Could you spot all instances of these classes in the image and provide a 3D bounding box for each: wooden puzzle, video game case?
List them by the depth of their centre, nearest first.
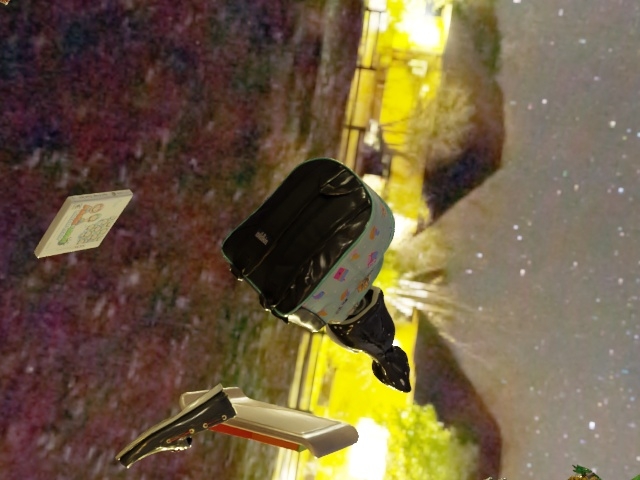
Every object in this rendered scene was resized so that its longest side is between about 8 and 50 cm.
[{"bbox_3d":[-0.077,0.290,1.280,0.221,0.239,0.044,19,86,-69],"label":"wooden puzzle"},{"bbox_3d":[-0.441,-0.032,1.510,0.143,0.019,0.157,-14,151,-54],"label":"video game case"}]

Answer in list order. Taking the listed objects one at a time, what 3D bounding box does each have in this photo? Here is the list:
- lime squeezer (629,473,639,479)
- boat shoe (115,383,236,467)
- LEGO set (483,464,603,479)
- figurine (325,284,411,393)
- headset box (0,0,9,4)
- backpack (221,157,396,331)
[{"bbox_3d":[0.426,0.242,1.007,0.310,0.110,0.058,-49,153,-21],"label":"lime squeezer"},{"bbox_3d":[-0.151,0.201,0.844,0.042,0.133,0.049,59,-3,2],"label":"boat shoe"},{"bbox_3d":[0.324,0.506,1.241,0.192,0.255,0.331,13,81,-59],"label":"LEGO set"},{"bbox_3d":[0.046,0.132,1.273,0.092,0.215,0.209,-41,130,-13],"label":"figurine"},{"bbox_3d":[-0.363,-0.437,0.957,0.293,0.110,0.218,-59,-162,31],"label":"headset box"},{"bbox_3d":[0.000,0.000,0.997,0.188,0.166,0.144,-54,141,8],"label":"backpack"}]
